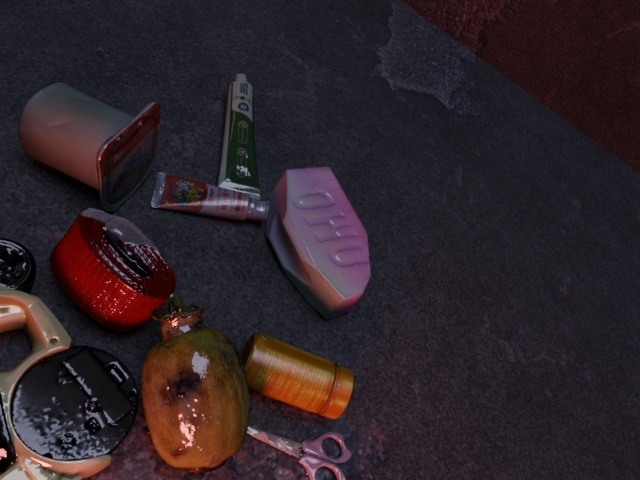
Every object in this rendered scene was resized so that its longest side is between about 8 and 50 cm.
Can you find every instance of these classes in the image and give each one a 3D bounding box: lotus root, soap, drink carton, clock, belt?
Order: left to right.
[{"bbox_3d":[-0.437,0.186,0.688,0.379,0.120,0.276,45,43,5],"label":"clock"},{"bbox_3d":[-0.427,-0.178,0.932,0.190,0.191,0.185,22,50,-2],"label":"drink carton"},{"bbox_3d":[-0.346,0.055,0.833,0.201,0.124,0.128,46,22,4],"label":"belt"},{"bbox_3d":[-0.190,0.206,0.761,0.154,0.154,0.277,-8,87,-35],"label":"lotus root"},{"bbox_3d":[0.000,0.000,1.091,0.193,0.109,0.323,-10,64,-36],"label":"soap"}]

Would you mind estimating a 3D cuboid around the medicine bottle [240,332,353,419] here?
[{"bbox_3d":[-0.047,0.239,0.891,0.192,0.096,0.096,25,48,-14],"label":"medicine bottle"}]

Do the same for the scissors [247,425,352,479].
[{"bbox_3d":[-0.043,0.353,0.859,0.212,0.021,0.110,28,45,-11],"label":"scissors"}]

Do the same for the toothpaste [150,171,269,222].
[{"bbox_3d":[-0.228,-0.083,1.061,0.234,0.057,0.089,10,58,-14],"label":"toothpaste"}]

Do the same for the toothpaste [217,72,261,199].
[{"bbox_3d":[-0.191,-0.260,1.206,0.099,0.061,0.391,8,57,-20],"label":"toothpaste"}]
